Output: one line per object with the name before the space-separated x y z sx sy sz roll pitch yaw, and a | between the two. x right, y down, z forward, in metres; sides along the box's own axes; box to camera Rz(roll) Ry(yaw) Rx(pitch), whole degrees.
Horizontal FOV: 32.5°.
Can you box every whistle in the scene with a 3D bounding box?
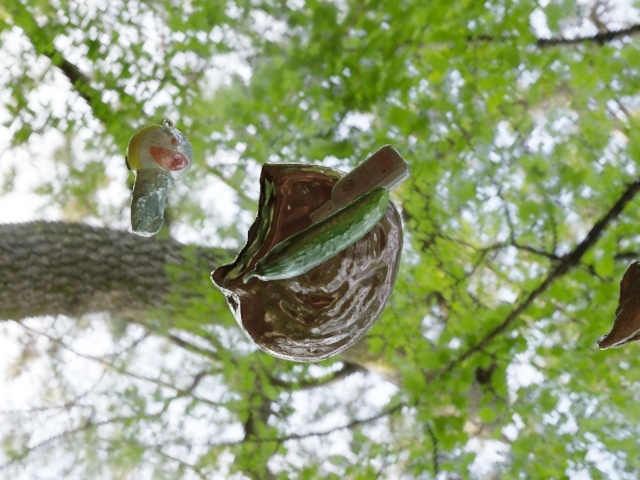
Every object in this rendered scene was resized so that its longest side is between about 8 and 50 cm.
whistle | -0.287 -0.116 1.938 0.123 0.123 0.223 -15 -120 49

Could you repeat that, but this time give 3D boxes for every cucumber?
cucumber | 0.000 0.000 1.526 0.250 0.056 0.056 -31 -152 -14

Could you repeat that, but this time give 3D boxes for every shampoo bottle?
shampoo bottle | 0.055 -0.074 1.634 0.165 0.040 0.080 -37 -139 2

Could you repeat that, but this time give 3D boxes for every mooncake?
mooncake | -0.018 0.022 1.833 0.326 0.334 0.174 -33 -165 -9

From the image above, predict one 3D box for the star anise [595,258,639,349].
star anise | 0.410 -0.002 1.165 0.109 0.349 0.292 28 -74 45
